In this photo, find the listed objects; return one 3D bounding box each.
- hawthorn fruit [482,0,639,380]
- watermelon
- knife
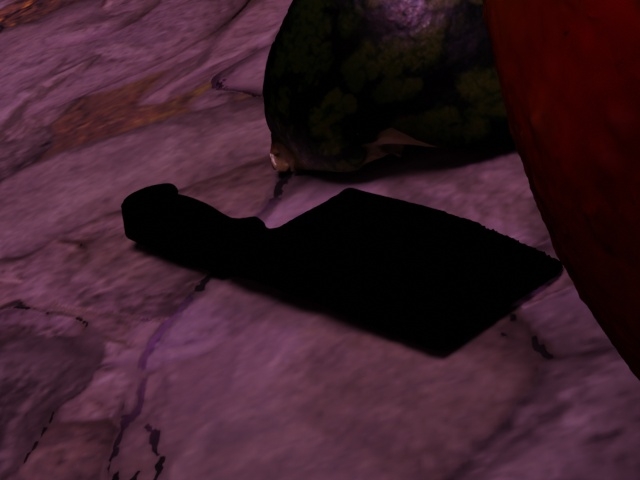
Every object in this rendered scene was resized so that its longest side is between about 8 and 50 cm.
[{"bbox_3d":[0.145,-0.024,0.399,0.254,0.254,0.300,-8,55,31],"label":"hawthorn fruit"},{"bbox_3d":[0.128,-0.115,0.804,0.303,0.159,0.128,-32,62,-18],"label":"watermelon"},{"bbox_3d":[0.000,0.000,0.740,0.072,0.019,0.245,-29,26,-26],"label":"knife"}]
